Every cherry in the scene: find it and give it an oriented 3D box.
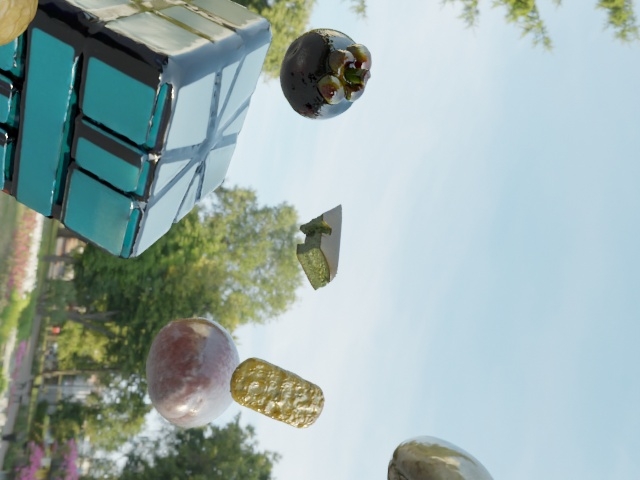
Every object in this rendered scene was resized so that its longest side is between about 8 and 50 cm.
[{"bbox_3d":[-0.384,0.409,1.784,0.335,0.291,0.327,-102,-169,-47],"label":"cherry"}]

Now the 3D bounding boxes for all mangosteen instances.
[{"bbox_3d":[0.030,-0.487,1.755,0.302,0.274,0.275,16,-82,45],"label":"mangosteen"}]

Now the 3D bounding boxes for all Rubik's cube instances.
[{"bbox_3d":[-0.266,-0.193,0.781,0.289,0.283,0.294,-63,178,35],"label":"Rubik's cube"}]

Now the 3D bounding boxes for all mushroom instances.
[{"bbox_3d":[0.156,0.379,0.804,0.206,0.209,0.207,19,-52,26],"label":"mushroom"}]

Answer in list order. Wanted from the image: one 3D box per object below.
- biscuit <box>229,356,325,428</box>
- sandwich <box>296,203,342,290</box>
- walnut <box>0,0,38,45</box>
[{"bbox_3d":[-0.100,0.364,1.415,0.119,0.247,0.029,-63,-162,-3],"label":"biscuit"},{"bbox_3d":[0.000,0.000,1.541,0.090,0.088,0.245,-27,-136,43],"label":"sandwich"},{"bbox_3d":[-0.310,-0.228,0.486,0.180,0.144,0.144,137,-43,-72],"label":"walnut"}]
